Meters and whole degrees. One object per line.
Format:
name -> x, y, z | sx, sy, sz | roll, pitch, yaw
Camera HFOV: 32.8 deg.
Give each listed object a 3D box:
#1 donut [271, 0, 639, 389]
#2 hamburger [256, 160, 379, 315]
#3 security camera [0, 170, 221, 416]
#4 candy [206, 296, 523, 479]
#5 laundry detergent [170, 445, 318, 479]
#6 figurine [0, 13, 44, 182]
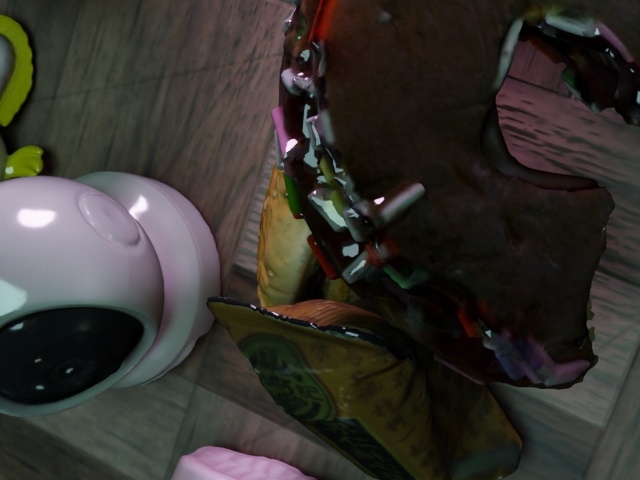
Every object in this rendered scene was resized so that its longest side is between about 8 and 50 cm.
donut -> 0.094, -0.093, 0.678 | 0.259, 0.136, 0.345 | 23, 75, -13
hamburger -> 0.000, 0.000, 0.824 | 0.135, 0.155, 0.208 | 42, 117, 25
security camera -> -0.210, 0.036, 0.864 | 0.194, 0.236, 0.195 | 0, 91, 23
candy -> 0.034, 0.101, 0.752 | 0.143, 0.271, 0.101 | 6, 69, 33
laundry detergent -> -0.082, 0.349, 0.907 | 0.159, 0.088, 0.335 | 15, 100, 27
figurine -> -0.322, -0.126, 0.990 | 0.129, 0.109, 0.178 | -8, 90, -3
